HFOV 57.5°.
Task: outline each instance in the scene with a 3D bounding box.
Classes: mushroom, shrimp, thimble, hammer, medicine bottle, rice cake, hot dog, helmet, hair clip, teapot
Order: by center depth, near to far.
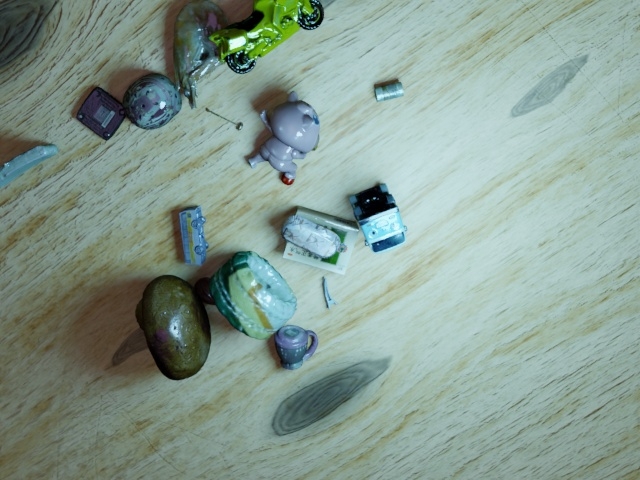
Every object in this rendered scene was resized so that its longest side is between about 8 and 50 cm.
[{"bbox_3d":[-0.353,-0.549,1.736,0.168,0.077,0.317,3,103,-5],"label":"shrimp"},{"bbox_3d":[-0.508,-0.414,1.745,0.177,0.107,0.153,-40,107,0],"label":"helmet"},{"bbox_3d":[-0.921,-0.228,1.785,0.237,0.127,0.043,-30,103,6],"label":"rice cake"},{"bbox_3d":[0.210,-0.456,1.793,0.083,0.047,0.047,-12,106,2],"label":"medicine bottle"},{"bbox_3d":[-0.029,-0.011,1.814,0.191,0.059,0.108,25,119,-12],"label":"hot dog"},{"bbox_3d":[-0.299,-0.379,1.819,0.123,0.014,0.029,26,95,-6],"label":"hammer"},{"bbox_3d":[-0.457,0.273,1.845,0.239,0.345,0.345,-38,104,7],"label":"mushroom"},{"bbox_3d":[-0.209,0.176,1.864,0.167,0.254,0.288,-40,130,13],"label":"thimble"},{"bbox_3d":[-0.374,0.179,1.957,0.111,0.057,0.089,38,99,-12],"label":"helmet"},{"bbox_3d":[0.031,0.176,1.986,0.039,0.030,0.115,-19,109,-16],"label":"hair clip"},{"bbox_3d":[-0.091,0.366,2.010,0.116,0.148,0.146,19,122,30],"label":"teapot"}]

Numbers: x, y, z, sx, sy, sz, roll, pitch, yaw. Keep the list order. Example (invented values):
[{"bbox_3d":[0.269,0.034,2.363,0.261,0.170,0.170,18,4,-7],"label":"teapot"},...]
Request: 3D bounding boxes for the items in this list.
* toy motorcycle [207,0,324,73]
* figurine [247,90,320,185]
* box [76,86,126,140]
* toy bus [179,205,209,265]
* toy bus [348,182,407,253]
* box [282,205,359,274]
[{"bbox_3d":[-0.160,-0.635,1.671,0.342,0.142,0.206,-36,110,-6],"label":"toy motorcycle"},{"bbox_3d":[-0.097,-0.311,1.793,0.176,0.186,0.287,47,127,24],"label":"figurine"},{"bbox_3d":[-0.672,-0.391,1.795,0.125,0.027,0.126,37,102,-11],"label":"box"},{"bbox_3d":[-0.412,-0.015,1.899,0.075,0.064,0.190,-1,107,11],"label":"toy bus"},{"bbox_3d":[0.180,-0.061,1.795,0.133,0.271,0.165,-21,109,5],"label":"toy bus"},{"bbox_3d":[0.000,0.000,1.899,0.212,0.095,0.168,16,108,-6],"label":"box"}]
